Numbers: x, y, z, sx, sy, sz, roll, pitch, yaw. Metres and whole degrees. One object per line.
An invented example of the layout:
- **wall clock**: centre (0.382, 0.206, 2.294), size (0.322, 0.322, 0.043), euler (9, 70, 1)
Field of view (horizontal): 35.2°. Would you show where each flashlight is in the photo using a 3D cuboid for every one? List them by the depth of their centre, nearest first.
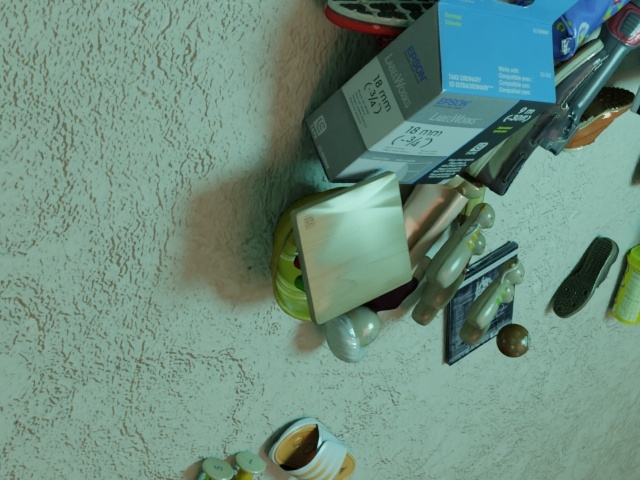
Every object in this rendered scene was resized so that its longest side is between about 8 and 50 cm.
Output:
- **flashlight**: centre (0.442, -0.283, 1.632), size (0.103, 0.103, 0.304), euler (22, 109, -45)

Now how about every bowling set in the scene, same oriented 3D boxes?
- **bowling set**: centre (0.270, 0.083, 1.618), size (0.154, 0.200, 0.287), euler (-52, 171, -16)

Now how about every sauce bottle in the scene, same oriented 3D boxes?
- **sauce bottle**: centre (0.246, -0.054, 1.667), size (0.042, 0.042, 0.128), euler (-22, 136, -31)

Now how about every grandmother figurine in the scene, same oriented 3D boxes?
- **grandmother figurine**: centre (0.113, 0.039, 1.570), size (0.208, 0.104, 0.342), euler (25, 99, -42)

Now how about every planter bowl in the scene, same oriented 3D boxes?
- **planter bowl**: centre (0.000, 0.000, 1.431), size (0.217, 0.090, 0.217), euler (-22, 131, -28)

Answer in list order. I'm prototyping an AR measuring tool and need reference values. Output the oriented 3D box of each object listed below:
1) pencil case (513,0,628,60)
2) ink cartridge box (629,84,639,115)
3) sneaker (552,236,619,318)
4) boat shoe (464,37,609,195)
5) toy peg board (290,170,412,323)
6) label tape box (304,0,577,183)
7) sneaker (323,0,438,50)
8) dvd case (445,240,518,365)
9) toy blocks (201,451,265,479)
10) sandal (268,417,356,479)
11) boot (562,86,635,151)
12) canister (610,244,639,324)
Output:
- **pencil case**: centre (0.419, -0.394, 1.492), size (0.306, 0.119, 0.133), euler (-41, 163, -13)
- **ink cartridge box**: centre (0.652, -0.330, 1.742), size (0.333, 0.065, 0.165), euler (-34, 146, -43)
- **sneaker**: centre (0.547, 0.084, 2.047), size (0.188, 0.066, 0.071), euler (-55, 142, 8)
- **boat shoe**: centre (0.344, -0.186, 1.554), size (0.285, 0.092, 0.103), euler (-46, 178, 22)
- **toy peg board**: centre (0.027, 0.001, 1.345), size (0.161, 0.079, 0.160), euler (-24, 117, -27)
- **label tape box**: centre (0.177, -0.196, 1.309), size (0.241, 0.106, 0.334), euler (-3, 155, -43)
- **sneaker**: centre (0.112, -0.266, 1.322), size (0.279, 0.107, 0.118), euler (1, 133, -40)
- **dvd case**: centre (0.297, 0.119, 1.873), size (0.164, 0.018, 0.221), euler (-29, 138, -23)
- **toy blocks**: centre (-0.165, 0.422, 1.646), size (0.123, 0.054, 0.148), euler (0, 121, -45)
- **sandal**: centre (0.011, 0.388, 1.769), size (0.102, 0.076, 0.265), euler (-50, 141, 0)
- **boot**: centre (0.477, -0.210, 1.755), size (0.158, 0.059, 0.084), euler (-25, 139, -16)
- **canister**: centre (0.707, 0.092, 2.203), size (0.126, 0.073, 0.170), euler (-19, 134, -33)
